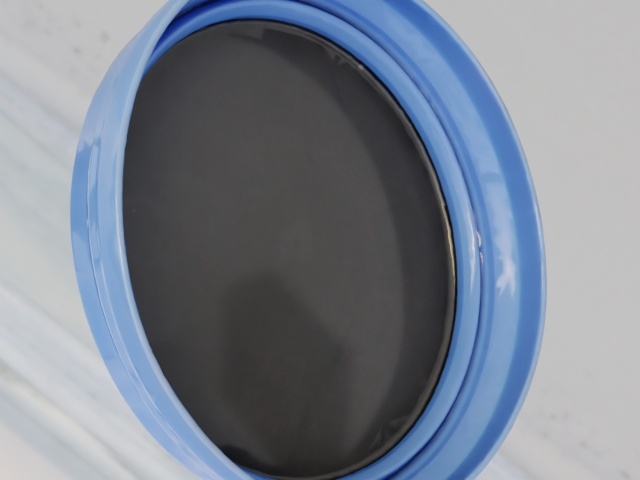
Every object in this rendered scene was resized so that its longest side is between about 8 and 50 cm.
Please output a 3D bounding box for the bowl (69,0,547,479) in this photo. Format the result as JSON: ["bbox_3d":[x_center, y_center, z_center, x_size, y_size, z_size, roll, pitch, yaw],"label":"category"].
[{"bbox_3d":[0.000,0.000,1.102,0.077,0.391,0.391,-14,130,47],"label":"bowl"}]
